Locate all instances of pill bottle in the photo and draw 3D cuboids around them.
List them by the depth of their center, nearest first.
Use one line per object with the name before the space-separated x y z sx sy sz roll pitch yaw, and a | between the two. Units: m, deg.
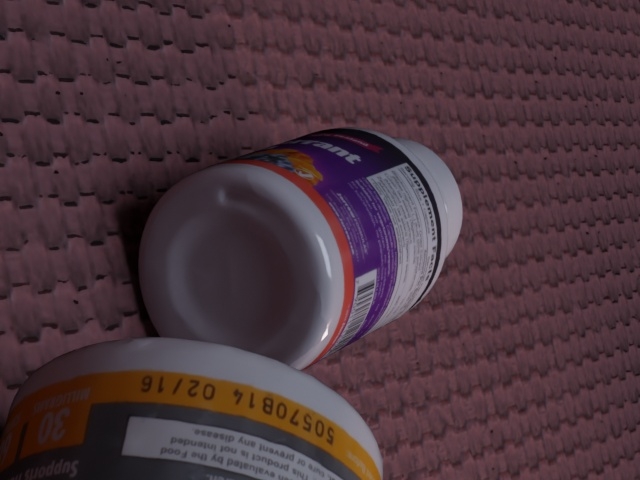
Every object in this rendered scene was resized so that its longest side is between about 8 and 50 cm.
pill bottle | -0.068 0.190 0.742 0.162 0.162 0.278 48 40 -42
pill bottle | 0.000 0.000 0.994 0.193 0.108 0.108 -23 99 -61
